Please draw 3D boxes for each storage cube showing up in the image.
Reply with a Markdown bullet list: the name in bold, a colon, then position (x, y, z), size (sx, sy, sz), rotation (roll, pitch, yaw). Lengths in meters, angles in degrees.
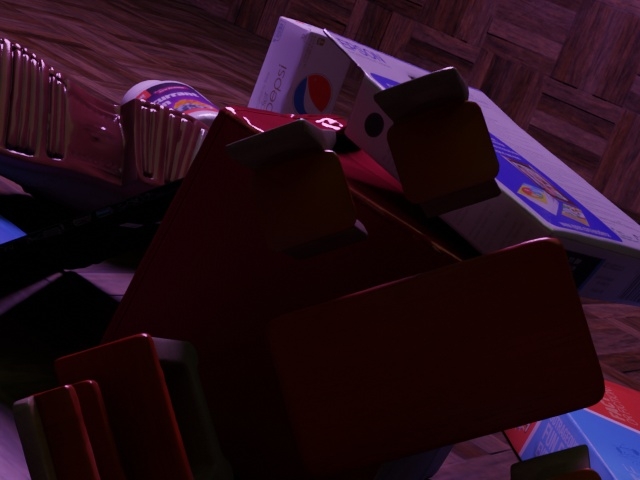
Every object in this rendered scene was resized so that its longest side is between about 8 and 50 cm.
- **storage cube**: position (0.009, 0.046, 0.806), size (0.193, 0.215, 0.184), rotation (33, 15, 19)

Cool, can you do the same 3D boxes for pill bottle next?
- **pill bottle**: position (-0.160, -0.116, 1.408), size (0.108, 0.108, 0.193), rotation (14, 15, -30)

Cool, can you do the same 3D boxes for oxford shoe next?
- **oxford shoe**: position (-0.255, -0.078, 1.107), size (0.348, 0.130, 0.123), rotation (22, 51, -27)

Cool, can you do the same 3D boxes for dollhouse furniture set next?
- **dollhouse furniture set**: position (0.003, 0.073, 0.613), size (0.259, 0.262, 0.135), rotation (-18, -4, 10)

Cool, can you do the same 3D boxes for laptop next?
- **laptop**: position (-0.200, -0.050, 0.902), size (0.264, 0.136, 0.234), rotation (-19, -3, 7)

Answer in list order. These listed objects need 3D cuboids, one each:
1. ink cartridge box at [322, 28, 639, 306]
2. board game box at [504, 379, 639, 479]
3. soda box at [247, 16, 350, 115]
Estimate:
- **ink cartridge box**: position (0.111, -0.041, 0.798), size (0.206, 0.045, 0.208), rotation (10, 31, -53)
- **board game box**: position (0.314, 0.202, 0.960), size (0.317, 0.064, 0.242), rotation (19, 13, -11)
- **soda box**: position (-0.039, -0.145, 1.474), size (0.074, 0.216, 0.069), rotation (11, 17, -39)
